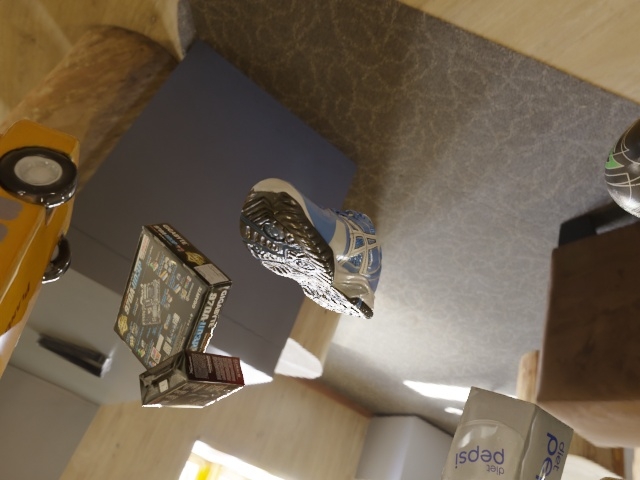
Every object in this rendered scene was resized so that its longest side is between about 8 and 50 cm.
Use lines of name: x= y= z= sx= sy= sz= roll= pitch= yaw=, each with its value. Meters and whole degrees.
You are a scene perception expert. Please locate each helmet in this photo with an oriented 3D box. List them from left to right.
helmet: x=0.499 y=-0.104 z=0.715 sx=0.170 sy=0.161 sz=0.169 roll=31 pitch=168 yaw=7

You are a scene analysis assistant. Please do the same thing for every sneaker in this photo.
sneaker: x=0.000 y=0.000 z=0.450 sx=0.080 sy=0.081 sz=0.211 roll=11 pitch=159 yaw=29

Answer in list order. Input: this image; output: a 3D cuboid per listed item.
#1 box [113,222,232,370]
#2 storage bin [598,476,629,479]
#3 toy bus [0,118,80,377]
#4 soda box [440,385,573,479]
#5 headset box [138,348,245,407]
box: x=-0.246 y=0.109 z=0.803 sx=0.175 sy=0.051 sz=0.220 roll=36 pitch=115 yaw=28
storage bin: x=0.357 y=0.312 z=0.344 sx=0.261 sy=0.123 sz=0.262 roll=15 pitch=-172 yaw=-12
toy bus: x=-0.247 y=0.058 z=0.284 sx=0.130 sy=0.332 sz=0.108 roll=16 pitch=136 yaw=-17
soda box: x=0.188 y=0.324 z=0.566 sx=0.098 sy=0.286 sz=0.091 roll=35 pitch=161 yaw=-29
headset box: x=-0.119 y=0.134 z=0.477 sx=0.062 sy=0.032 sz=0.083 roll=-31 pitch=149 yaw=23
